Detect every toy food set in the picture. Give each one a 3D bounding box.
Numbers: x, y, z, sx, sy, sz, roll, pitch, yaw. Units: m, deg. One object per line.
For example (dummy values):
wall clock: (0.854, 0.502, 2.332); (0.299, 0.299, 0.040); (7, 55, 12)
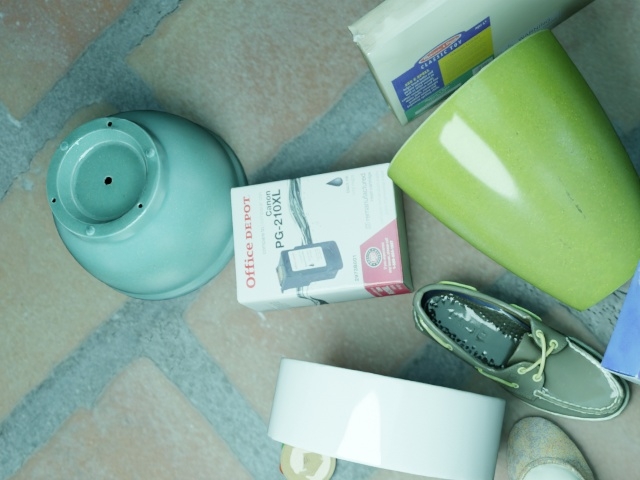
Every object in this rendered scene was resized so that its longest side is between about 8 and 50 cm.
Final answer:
toy food set: (-0.019, 0.307, 1.179); (0.082, 0.020, 0.083); (-43, 72, 3)

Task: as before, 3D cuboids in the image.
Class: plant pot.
plant pot: (0.282, -0.063, 1.067); (0.275, 0.275, 0.293); (-40, 81, 4)
plant pot: (-0.275, -0.068, 1.233); (0.293, 0.196, 0.292); (-3, 78, 14)

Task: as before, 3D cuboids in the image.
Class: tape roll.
tape roll: (0.081, 0.218, 1.035); (0.286, 0.286, 0.100); (8, 80, 16)

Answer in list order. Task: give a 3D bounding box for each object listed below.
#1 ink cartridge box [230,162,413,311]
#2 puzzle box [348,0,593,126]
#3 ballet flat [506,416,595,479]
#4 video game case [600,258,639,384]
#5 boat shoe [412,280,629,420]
ink cartridge box: (0.000, 0.000, 1.196); (0.237, 0.100, 0.171); (-8, 76, 13)
puzzle box: (0.243, -0.323, 1.111); (0.409, 0.272, 0.052); (-33, 73, 5)
ballet flat: (0.310, 0.371, 1.035); (0.108, 0.106, 0.315); (-20, 74, 10)
video game case: (0.476, 0.070, 1.001); (0.061, 0.244, 0.269); (12, 78, 62)
boat shoe: (0.256, 0.145, 1.103); (0.305, 0.091, 0.109); (28, 87, 18)
